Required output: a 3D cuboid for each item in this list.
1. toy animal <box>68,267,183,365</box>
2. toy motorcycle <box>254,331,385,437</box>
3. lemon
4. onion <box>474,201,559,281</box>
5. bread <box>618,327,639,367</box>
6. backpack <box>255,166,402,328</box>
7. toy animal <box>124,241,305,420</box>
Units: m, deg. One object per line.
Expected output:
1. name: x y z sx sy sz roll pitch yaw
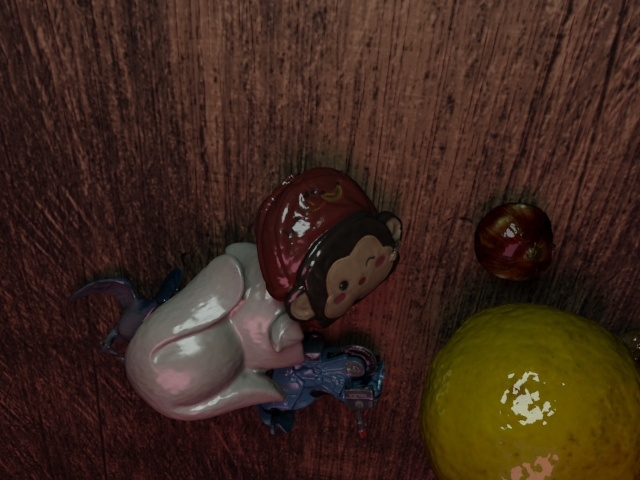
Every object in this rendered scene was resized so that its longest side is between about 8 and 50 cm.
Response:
1. toy animal: -0.307 0.137 1.278 0.239 0.176 0.255 39 159 -19
2. toy motorcycle: -0.016 0.260 1.307 0.272 0.124 0.182 -3 119 12
3. lemon: 0.314 0.278 1.104 0.349 0.387 0.350 21 148 14
4. onion: 0.275 0.003 1.051 0.118 0.118 0.117 -1 107 10
5. bread: 0.531 0.182 1.194 0.113 0.060 0.082 -25 124 28
6. backpack: 0.001 0.000 1.047 0.138 0.229 0.229 16 147 53
7. toy animal: -0.170 0.156 1.127 0.264 0.206 0.272 -20 116 -16
